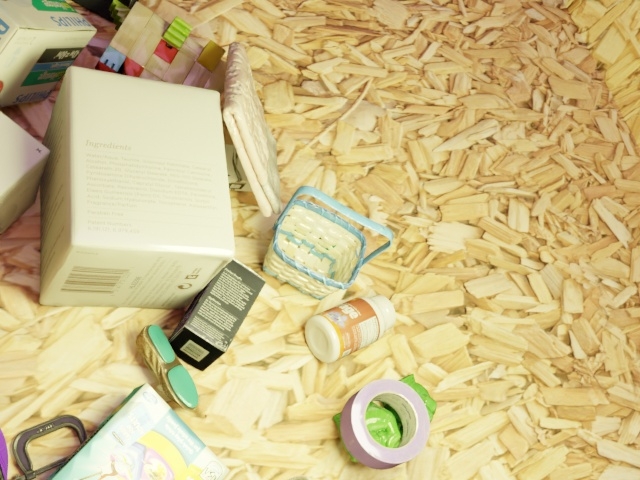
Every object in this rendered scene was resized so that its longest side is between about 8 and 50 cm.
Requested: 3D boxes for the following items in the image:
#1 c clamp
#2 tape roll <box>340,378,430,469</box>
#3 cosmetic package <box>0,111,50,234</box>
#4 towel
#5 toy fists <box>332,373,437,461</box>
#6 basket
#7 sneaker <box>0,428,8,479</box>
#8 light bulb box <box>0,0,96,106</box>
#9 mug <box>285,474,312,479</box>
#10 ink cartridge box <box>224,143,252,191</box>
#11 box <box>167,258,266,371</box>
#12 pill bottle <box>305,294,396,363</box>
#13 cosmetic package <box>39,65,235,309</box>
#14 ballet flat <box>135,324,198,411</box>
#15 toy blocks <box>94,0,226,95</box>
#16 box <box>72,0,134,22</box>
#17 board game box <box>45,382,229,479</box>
[{"bbox_3d":[-0.521,0.416,1.457,0.160,0.022,0.137,-25,75,-35],"label":"c clamp"},{"bbox_3d":[0.144,0.412,1.693,0.189,0.080,0.189,9,61,-16],"label":"tape roll"},{"bbox_3d":[-0.680,-0.099,1.499,0.138,0.224,0.224,40,52,-7],"label":"cosmetic package"},{"bbox_3d":[-0.161,-0.268,1.803,0.053,0.317,0.332,-14,39,6],"label":"towel"},{"bbox_3d":[0.166,0.429,1.800,0.279,0.096,0.142,-20,79,-37],"label":"toy fists"},{"bbox_3d":[0.000,0.000,1.800,0.254,0.289,0.201,30,54,-15],"label":"basket"},{"bbox_3d":[-0.593,0.429,1.326,0.102,0.146,0.293,-2,67,-31],"label":"sneaker"},{"bbox_3d":[-0.731,-0.480,1.572,0.361,0.225,0.358,42,16,-4],"label":"light bulb box"},{"bbox_3d":[0.001,0.657,1.504,0.328,0.276,0.374,48,22,-7],"label":"mug"},{"bbox_3d":[-0.215,-0.185,1.916,0.180,0.060,0.104,2,65,-30],"label":"ink cartridge box"},{"bbox_3d":[-0.232,0.162,1.670,0.108,0.153,0.207,35,52,-10],"label":"box"},{"bbox_3d":[0.078,0.209,1.845,0.216,0.121,0.121,-20,77,-36],"label":"pill bottle"},{"bbox_3d":[-0.401,-0.094,1.592,0.327,0.329,0.394,4,65,-28],"label":"cosmetic package"},{"bbox_3d":[-0.330,0.278,1.609,0.073,0.067,0.206,-13,71,-56],"label":"ballet flat"},{"bbox_3d":[-0.401,-0.391,1.861,0.381,0.190,0.261,33,66,-19],"label":"toy blocks"},{"bbox_3d":[-0.596,-0.774,1.852,0.395,0.293,0.212,27,56,-16],"label":"box"},{"bbox_3d":[-0.374,0.486,1.452,0.254,0.079,0.336,48,52,-7],"label":"board game box"}]
